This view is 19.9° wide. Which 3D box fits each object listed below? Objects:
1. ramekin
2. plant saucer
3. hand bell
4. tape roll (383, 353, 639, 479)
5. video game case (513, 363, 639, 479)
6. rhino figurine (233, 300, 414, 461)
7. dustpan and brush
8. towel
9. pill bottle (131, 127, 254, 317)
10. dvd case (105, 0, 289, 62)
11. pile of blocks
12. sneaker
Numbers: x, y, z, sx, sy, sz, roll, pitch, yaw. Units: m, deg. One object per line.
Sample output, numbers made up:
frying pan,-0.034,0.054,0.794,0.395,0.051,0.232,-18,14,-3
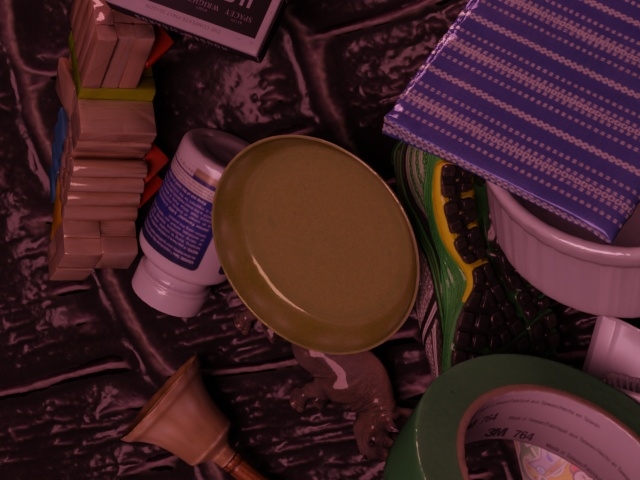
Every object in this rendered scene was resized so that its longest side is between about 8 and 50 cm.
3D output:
ramekin,0.282,-0.062,1.686,0.277,0.277,0.135,19,148,18
plant saucer,0.000,0.000,1.844,0.241,0.037,0.241,14,120,25
hand bell,-0.092,0.254,2.031,0.242,0.126,0.126,43,116,-6
tape roll,0.218,0.248,1.682,0.321,0.321,0.077,37,127,10
video game case,0.317,0.232,1.870,0.227,0.026,0.206,-12,94,24
rhino figurine,0.019,0.145,1.958,0.106,0.073,0.243,-37,89,29
dustpan and brush,0.350,0.174,1.799,0.211,0.060,0.147,18,106,19
towel,0.240,-0.168,1.666,0.243,0.336,0.040,27,153,19
pill bottle,-0.131,-0.016,1.957,0.112,0.112,0.187,32,113,12
dvd case,-0.093,-0.317,1.850,0.179,0.029,0.239,21,82,16
pile of blocks,-0.224,-0.121,1.989,0.112,0.149,0.362,1,121,-21
sneaker,0.149,0.043,1.858,0.146,0.134,0.343,12,109,60
